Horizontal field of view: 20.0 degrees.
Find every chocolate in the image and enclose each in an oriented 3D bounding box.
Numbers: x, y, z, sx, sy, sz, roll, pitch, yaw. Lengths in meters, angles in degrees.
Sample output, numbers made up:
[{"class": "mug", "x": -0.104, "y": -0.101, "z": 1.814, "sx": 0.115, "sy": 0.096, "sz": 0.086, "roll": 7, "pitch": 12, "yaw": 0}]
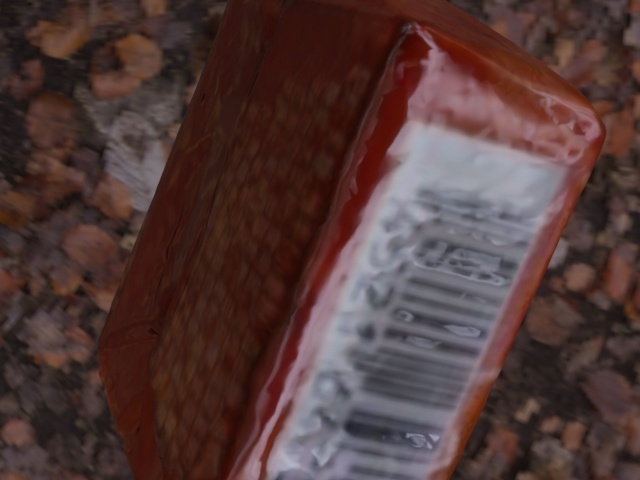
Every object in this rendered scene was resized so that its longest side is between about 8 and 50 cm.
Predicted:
[{"class": "chocolate", "x": 0.000, "y": 0.000, "z": 0.748, "sx": 0.108, "sy": 0.235, "sz": 0.237, "roll": 16, "pitch": 104, "yaw": -20}]
